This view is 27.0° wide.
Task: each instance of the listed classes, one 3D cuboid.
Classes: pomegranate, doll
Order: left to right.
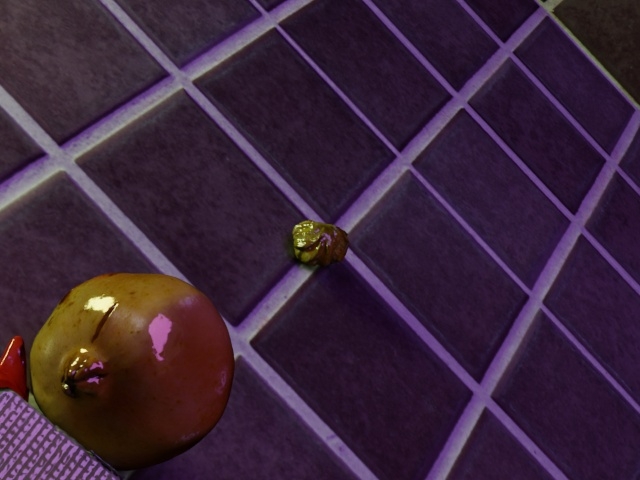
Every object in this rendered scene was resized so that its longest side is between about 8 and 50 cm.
[{"bbox_3d":[-0.316,0.174,1.280,0.109,0.057,0.169,-2,62,-42],"label":"doll"},{"bbox_3d":[-0.189,0.133,1.342,0.209,0.209,0.209,29,38,-26],"label":"pomegranate"}]

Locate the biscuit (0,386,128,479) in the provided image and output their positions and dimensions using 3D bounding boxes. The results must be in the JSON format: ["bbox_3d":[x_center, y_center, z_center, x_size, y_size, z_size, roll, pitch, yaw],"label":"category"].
[{"bbox_3d":[-0.288,0.231,1.220,0.252,0.052,0.150,42,59,-15],"label":"biscuit"}]

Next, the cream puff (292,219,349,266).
[{"bbox_3d":[0.000,0.000,1.801,0.083,0.058,0.083,25,38,-27],"label":"cream puff"}]
